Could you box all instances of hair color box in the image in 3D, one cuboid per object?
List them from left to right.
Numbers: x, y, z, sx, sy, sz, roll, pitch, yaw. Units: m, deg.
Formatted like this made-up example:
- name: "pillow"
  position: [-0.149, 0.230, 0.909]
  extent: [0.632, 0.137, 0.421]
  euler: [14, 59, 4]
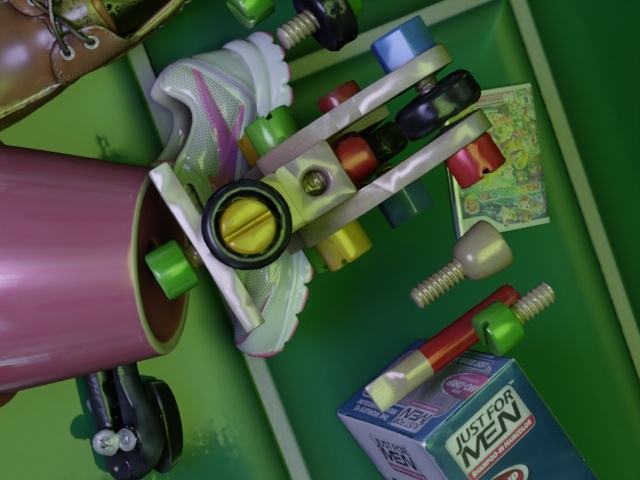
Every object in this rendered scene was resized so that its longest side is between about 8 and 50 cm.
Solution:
- name: "hair color box"
  position: [0.177, 0.249, 1.357]
  extent: [0.105, 0.174, 0.347]
  euler: [-41, 106, -16]

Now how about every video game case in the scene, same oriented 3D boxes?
- name: "video game case"
  position: [0.148, -0.068, 1.420]
  extent: [0.087, 0.011, 0.122]
  euler: [-11, 96, -21]

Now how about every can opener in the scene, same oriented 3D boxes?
- name: "can opener"
  position: [-0.161, 0.098, 1.289]
  extent: [0.059, 0.073, 0.186]
  euler: [-15, 96, 19]

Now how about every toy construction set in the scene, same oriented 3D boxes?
- name: "toy construction set"
  position: [0.000, 0.000, 1.166]
  extent: [0.237, 0.257, 0.309]
  euler: [-36, 116, -12]

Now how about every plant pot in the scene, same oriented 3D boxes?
- name: "plant pot"
  position: [-0.193, 0.019, 1.153]
  extent: [0.180, 0.201, 0.201]
  euler: [-2, 94, 12]

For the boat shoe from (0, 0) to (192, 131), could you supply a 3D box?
- name: "boat shoe"
  position: [-0.188, -0.175, 1.231]
  extent: [0.307, 0.104, 0.111]
  euler: [-39, 105, -16]

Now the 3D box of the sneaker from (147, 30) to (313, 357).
- name: "sneaker"
  position: [-0.077, -0.032, 1.291]
  extent: [0.111, 0.103, 0.252]
  euler: [-7, 87, -20]
